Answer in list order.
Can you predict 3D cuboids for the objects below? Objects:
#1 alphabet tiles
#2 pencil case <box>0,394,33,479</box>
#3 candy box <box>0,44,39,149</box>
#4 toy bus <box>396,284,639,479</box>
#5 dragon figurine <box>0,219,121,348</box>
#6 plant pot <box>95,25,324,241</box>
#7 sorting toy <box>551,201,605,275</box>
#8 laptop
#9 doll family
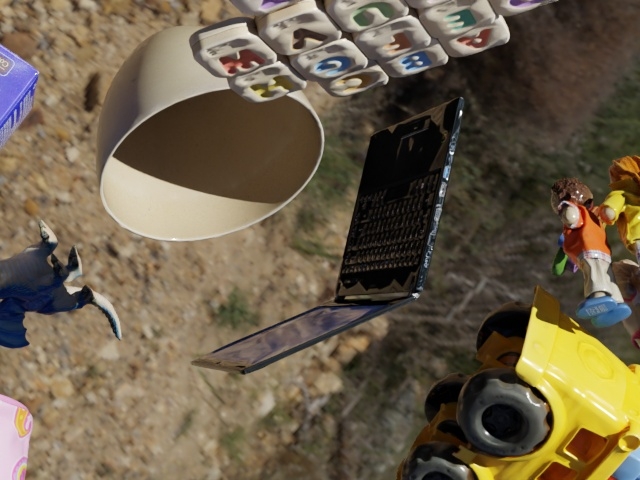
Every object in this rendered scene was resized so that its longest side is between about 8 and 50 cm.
[{"bbox_3d":[0.046,-0.178,1.030,0.284,0.021,0.278,-18,164,14],"label":"alphabet tiles"},{"bbox_3d":[-0.300,0.254,0.986,0.124,0.124,0.284,30,57,-42],"label":"pencil case"},{"bbox_3d":[-0.499,-0.115,1.363,0.268,0.122,0.317,34,69,-3],"label":"candy box"},{"bbox_3d":[0.200,0.184,1.150,0.211,0.149,0.220,33,121,-4],"label":"toy bus"},{"bbox_3d":[-0.335,0.064,1.455,0.144,0.085,0.289,-28,157,3],"label":"dragon figurine"},{"bbox_3d":[-0.160,-0.159,1.635,0.284,0.191,0.284,-15,145,-11],"label":"plant pot"},{"bbox_3d":[0.308,0.003,1.522,0.061,0.042,0.102,-22,134,-60],"label":"sorting toy"},{"bbox_3d":[0.000,0.000,1.140,0.137,0.234,0.264,15,83,-15],"label":"laptop"},{"bbox_3d":[0.299,0.017,1.169,0.118,0.163,0.263,-21,145,19],"label":"doll family"}]
